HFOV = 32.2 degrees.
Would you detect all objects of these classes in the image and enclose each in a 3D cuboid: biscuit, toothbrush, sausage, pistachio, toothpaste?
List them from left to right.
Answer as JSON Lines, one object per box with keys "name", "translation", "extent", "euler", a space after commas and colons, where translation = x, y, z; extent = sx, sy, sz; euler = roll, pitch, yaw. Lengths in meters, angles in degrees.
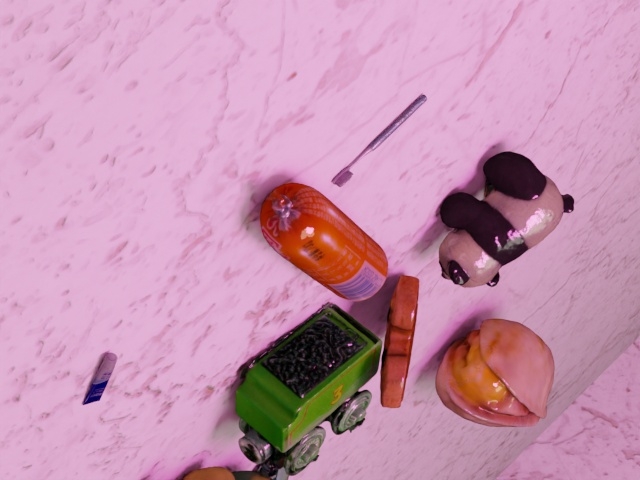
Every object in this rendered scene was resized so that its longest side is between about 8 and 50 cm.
{"name": "toothpaste", "translation": [-0.252, 0.161, 1.278], "extent": [0.024, 0.015, 0.083], "euler": [-10, 141, -44]}
{"name": "sausage", "translation": [0.000, 0.000, 1.371], "extent": [0.093, 0.093, 0.312], "euler": [-49, 156, 1]}
{"name": "toothbrush", "translation": [0.078, -0.126, 1.406], "extent": [0.167, 0.014, 0.011], "euler": [-44, 147, -10]}
{"name": "biscuit", "translation": [0.122, 0.156, 1.739], "extent": [0.334, 0.047, 0.202], "euler": [26, 73, -83]}
{"name": "pistachio", "translation": [0.361, 0.276, 2.237], "extent": [0.230, 0.230, 0.309], "euler": [-54, 156, 13]}

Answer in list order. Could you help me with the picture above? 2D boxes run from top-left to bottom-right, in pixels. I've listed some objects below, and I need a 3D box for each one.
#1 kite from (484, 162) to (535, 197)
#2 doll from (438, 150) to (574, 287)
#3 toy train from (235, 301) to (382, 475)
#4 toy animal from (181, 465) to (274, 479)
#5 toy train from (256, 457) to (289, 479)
{"name": "kite", "translation": [0.300, -0.071, 1.873], "extent": [0.183, 0.014, 0.241], "euler": [-38, 155, -21]}
{"name": "doll", "translation": [0.273, -0.026, 1.738], "extent": [0.234, 0.135, 0.143], "euler": [-40, 151, 4]}
{"name": "toy train", "translation": [-0.018, 0.222, 1.633], "extent": [0.243, 0.132, 0.188], "euler": [-37, 149, -30]}
{"name": "toy animal", "translation": [-0.157, 0.454, 1.677], "extent": [0.191, 0.216, 0.338], "euler": [-27, 167, 20]}
{"name": "toy train", "translation": [-0.086, 0.416, 1.916], "extent": [0.071, 0.038, 0.148], "euler": [-36, 153, -33]}
